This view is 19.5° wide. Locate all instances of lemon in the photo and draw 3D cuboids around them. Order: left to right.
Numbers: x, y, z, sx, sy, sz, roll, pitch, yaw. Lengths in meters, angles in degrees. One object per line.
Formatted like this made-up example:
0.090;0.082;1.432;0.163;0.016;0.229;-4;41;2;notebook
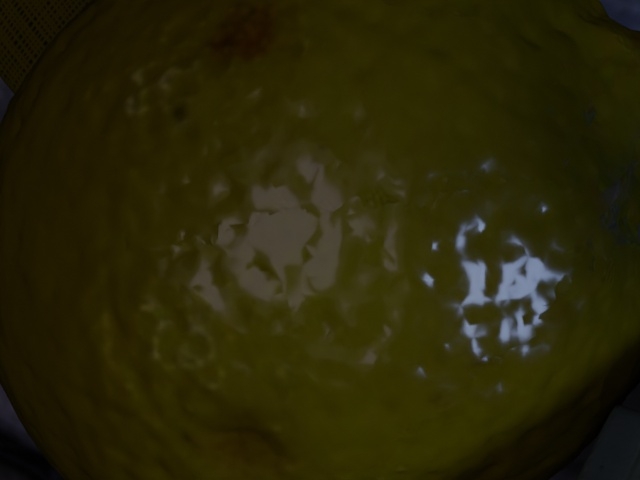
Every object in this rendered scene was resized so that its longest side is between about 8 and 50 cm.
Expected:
0.006;-0.005;0.641;0.253;0.228;0.228;-38;81;34;lemon

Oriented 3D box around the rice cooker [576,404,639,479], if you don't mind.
0.188;0.159;0.587;0.227;0.241;0.280;18;59;22;rice cooker

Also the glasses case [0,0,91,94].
-0.042;-0.139;0.737;0.234;0.064;0.079;-42;76;18;glasses case
